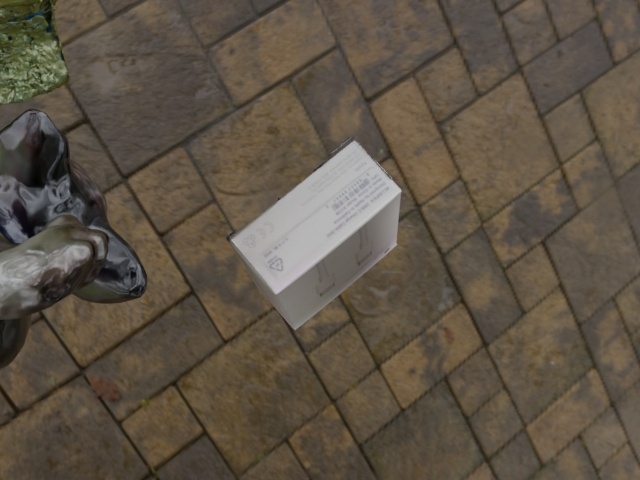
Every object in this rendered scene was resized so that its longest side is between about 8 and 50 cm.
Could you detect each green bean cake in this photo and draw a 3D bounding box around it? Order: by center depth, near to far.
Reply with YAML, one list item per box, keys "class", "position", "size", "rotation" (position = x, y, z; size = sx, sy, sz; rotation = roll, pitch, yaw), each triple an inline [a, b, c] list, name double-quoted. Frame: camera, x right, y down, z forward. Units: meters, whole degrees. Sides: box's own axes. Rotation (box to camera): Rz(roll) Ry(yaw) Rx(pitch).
- class: "green bean cake"
  position: [-0.535, -0.376, 1.390]
  size: [0.202, 0.310, 0.285]
  rotation: [-20, 95, -18]

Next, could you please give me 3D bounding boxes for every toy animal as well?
- class: "toy animal"
  position: [-0.279, 0.008, 0.722]
  size: [0.302, 0.344, 0.194]
  rotation: [-17, 110, 14]

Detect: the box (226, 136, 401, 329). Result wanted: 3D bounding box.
- class: "box"
  position: [0.000, 0.000, 1.124]
  size: [0.203, 0.252, 0.106]
  rotation: [-40, 76, -8]
